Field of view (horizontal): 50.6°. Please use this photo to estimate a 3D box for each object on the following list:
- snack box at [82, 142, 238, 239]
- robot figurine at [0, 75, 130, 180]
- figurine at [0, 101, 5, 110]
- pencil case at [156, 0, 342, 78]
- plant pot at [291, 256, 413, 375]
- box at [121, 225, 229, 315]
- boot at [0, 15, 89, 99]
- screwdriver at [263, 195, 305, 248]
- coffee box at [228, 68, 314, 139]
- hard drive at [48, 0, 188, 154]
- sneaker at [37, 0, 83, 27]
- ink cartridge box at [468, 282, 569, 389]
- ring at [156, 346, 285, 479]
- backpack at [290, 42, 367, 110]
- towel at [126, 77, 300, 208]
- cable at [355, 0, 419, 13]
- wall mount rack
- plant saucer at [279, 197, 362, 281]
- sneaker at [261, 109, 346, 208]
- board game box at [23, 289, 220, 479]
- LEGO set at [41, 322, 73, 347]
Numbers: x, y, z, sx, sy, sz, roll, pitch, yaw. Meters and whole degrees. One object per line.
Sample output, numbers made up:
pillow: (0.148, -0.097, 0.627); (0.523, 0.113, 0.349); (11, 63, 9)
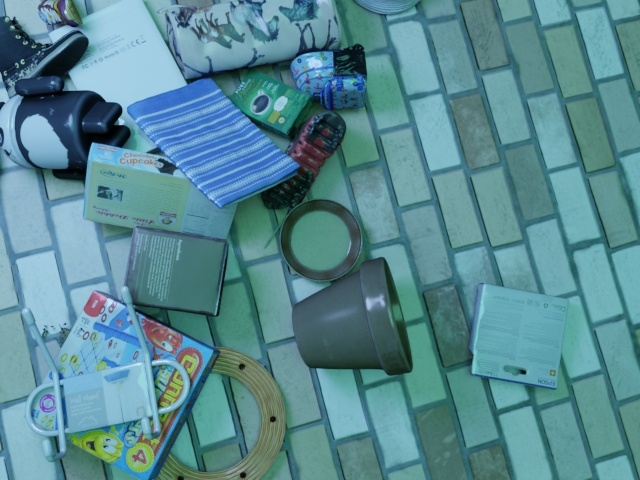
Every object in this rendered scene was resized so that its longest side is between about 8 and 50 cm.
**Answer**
snack box: (-0.345, -0.097, 1.482); (0.321, 0.187, 0.060); (10, 46, -16)
robot figurine: (-0.565, -0.239, 1.480); (0.278, 0.173, 0.209); (2, 92, 13)
figurine: (-0.773, -0.219, 1.438); (0.092, 0.215, 0.210); (18, 92, 18)
pencil case: (-0.162, -0.499, 1.586); (0.410, 0.160, 0.184); (-13, 101, -8)
plant pot: (0.066, 0.190, 1.508); (0.229, 0.263, 0.263); (-16, 85, 9)
box: (-0.315, 0.072, 1.496); (0.203, 0.168, 0.167); (9, 82, -5)
boot: (-0.656, -0.447, 1.535); (0.236, 0.085, 0.179); (-34, 85, 16)
screwdriver: (-0.084, -0.049, 1.617); (0.025, 0.024, 0.170); (32, 86, -31)
coffee box: (-0.119, -0.323, 1.600); (0.184, 0.040, 0.113); (28, 80, 21)
hard drive: (-0.450, -0.375, 1.596); (0.233, 0.047, 0.353); (-28, 87, -9)
sneaker: (-0.597, -0.515, 1.541); (0.083, 0.185, 0.070); (-25, 121, -9)
ink cartridge box: (0.475, 0.231, 1.635); (0.223, 0.045, 0.224); (11, 83, -5)
ring: (-0.246, 0.411, 1.535); (0.336, 0.032, 0.337); (1, 82, -7)
backpack: (0.018, -0.378, 1.597); (0.173, 0.158, 0.117); (-4, 77, -5)
towel: (-0.234, -0.225, 1.487); (0.336, 0.040, 0.243); (45, 48, 18)
cable: (0.168, -0.702, 1.688); (0.257, 0.089, 0.257); (-30, 88, -10)
wall mount rack: (-0.455, 0.269, 1.371); (0.349, 0.130, 0.304); (-12, 78, -1)
plant saucer: (0.000, 0.000, 1.610); (0.198, 0.036, 0.199); (1, 83, -8)
sneaker: (-0.042, -0.192, 1.600); (0.097, 0.135, 0.276); (34, 104, -14)
board game box: (-0.425, 0.311, 1.473); (0.301, 0.086, 0.308); (25, 81, 7)
LEGO set: (-0.584, 0.210, 1.525); (0.083, 0.023, 0.054); (24, 79, 10)
